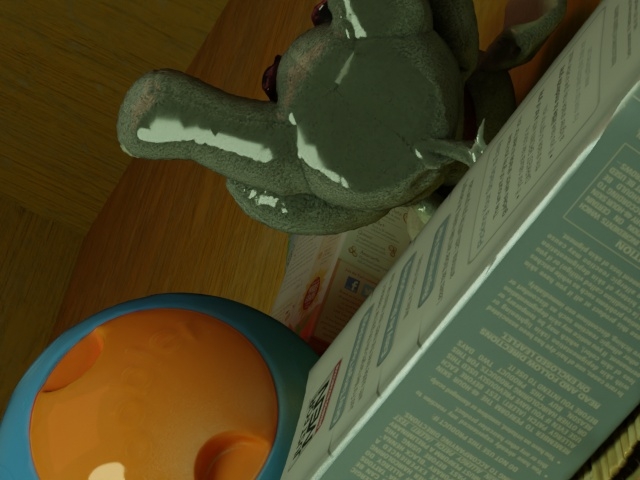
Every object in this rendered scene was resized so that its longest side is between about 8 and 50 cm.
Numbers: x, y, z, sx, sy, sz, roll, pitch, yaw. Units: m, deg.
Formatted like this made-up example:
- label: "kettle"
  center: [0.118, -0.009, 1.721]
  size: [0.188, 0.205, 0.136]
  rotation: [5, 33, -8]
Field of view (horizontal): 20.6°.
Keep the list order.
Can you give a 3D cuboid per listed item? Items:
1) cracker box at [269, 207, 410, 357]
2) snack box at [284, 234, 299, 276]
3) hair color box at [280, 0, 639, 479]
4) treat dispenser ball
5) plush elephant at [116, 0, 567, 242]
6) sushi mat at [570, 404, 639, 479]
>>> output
- label: "cracker box"
  center: [0.025, 0.015, 1.647]
  size: [0.156, 0.067, 0.232]
  rotation: [-33, 34, 65]
- label: "snack box"
  center: [0.000, 0.000, 1.835]
  size: [0.100, 0.037, 0.141]
  rotation: [-58, 14, 30]
- label: "hair color box"
  center: [0.121, 0.023, 0.958]
  size: [0.374, 0.114, 0.185]
  rotation: [-53, 9, 28]
- label: "treat dispenser ball"
  center: [-0.109, 0.184, 1.364]
  size: [0.288, 0.288, 0.288]
  rotation: [-58, 14, 25]
- label: "plush elephant"
  center: [0.060, -0.118, 1.403]
  size: [0.272, 0.330, 0.255]
  rotation: [-61, -10, 10]
- label: "sushi mat"
  center: [0.154, 0.079, 1.024]
  size: [0.151, 0.019, 0.316]
  rotation: [-56, 7, 18]
